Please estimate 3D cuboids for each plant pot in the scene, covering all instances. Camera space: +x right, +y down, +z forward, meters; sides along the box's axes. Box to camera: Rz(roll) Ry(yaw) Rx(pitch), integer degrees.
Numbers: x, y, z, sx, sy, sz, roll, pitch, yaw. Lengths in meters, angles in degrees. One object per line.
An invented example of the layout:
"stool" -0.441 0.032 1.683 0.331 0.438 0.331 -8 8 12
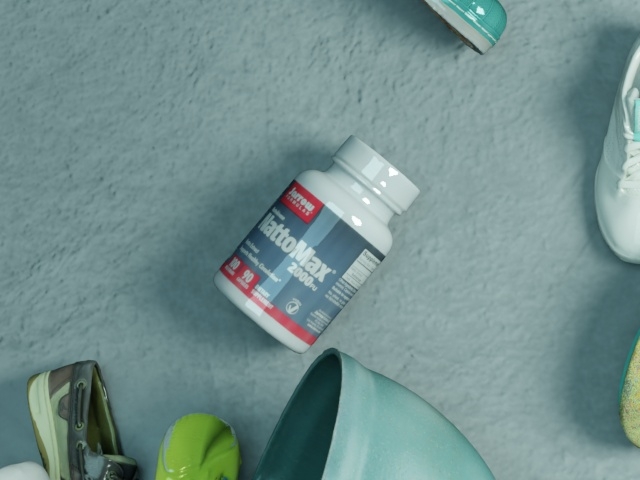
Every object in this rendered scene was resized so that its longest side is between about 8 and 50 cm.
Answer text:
"plant pot" 0.047 0.257 1.299 0.196 0.293 0.293 22 85 -8

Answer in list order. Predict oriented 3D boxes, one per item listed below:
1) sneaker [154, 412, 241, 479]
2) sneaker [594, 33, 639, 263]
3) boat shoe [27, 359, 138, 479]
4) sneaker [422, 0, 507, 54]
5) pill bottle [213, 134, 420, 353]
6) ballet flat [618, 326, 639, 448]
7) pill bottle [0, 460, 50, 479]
"sneaker" -0.113 0.268 1.376 0.091 0.126 0.240 12 44 1
"sneaker" 0.274 -0.089 1.384 0.080 0.094 0.212 5 80 15
"boat shoe" -0.201 0.211 1.462 0.073 0.080 0.224 -27 68 14
"sneaker" 0.096 -0.310 1.473 0.121 0.108 0.302 -36 70 10
"pill bottle" 0.000 0.000 1.436 0.108 0.108 0.180 40 91 19
"ballet flat" 0.361 0.024 1.315 0.123 0.123 0.349 29 85 19
"pill bottle" -0.252 0.351 1.348 0.169 0.169 0.302 -25 83 9
